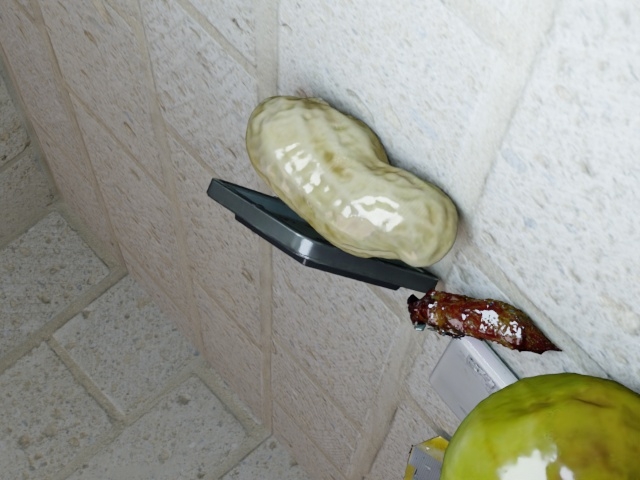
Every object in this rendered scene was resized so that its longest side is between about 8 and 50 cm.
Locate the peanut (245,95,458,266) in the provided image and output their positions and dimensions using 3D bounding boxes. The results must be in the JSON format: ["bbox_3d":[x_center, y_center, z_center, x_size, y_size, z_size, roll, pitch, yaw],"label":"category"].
[{"bbox_3d":[0.037,-0.074,1.381,0.325,0.153,0.140,34,161,20],"label":"peanut"}]

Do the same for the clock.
[{"bbox_3d":[0.000,0.001,1.549,0.279,0.049,0.273,17,-170,-40],"label":"clock"}]

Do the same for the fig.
[{"bbox_3d":[0.291,0.313,1.278,0.343,0.343,0.343,45,162,19],"label":"fig"}]

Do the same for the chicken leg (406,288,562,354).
[{"bbox_3d":[0.207,0.107,1.438,0.105,0.063,0.234,21,173,-37],"label":"chicken leg"}]

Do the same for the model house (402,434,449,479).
[{"bbox_3d":[0.269,0.490,2.042,0.219,0.207,0.136,23,-175,39],"label":"model house"}]

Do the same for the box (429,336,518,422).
[{"bbox_3d":[0.239,0.229,1.673,0.142,0.044,0.285,49,163,14],"label":"box"}]
